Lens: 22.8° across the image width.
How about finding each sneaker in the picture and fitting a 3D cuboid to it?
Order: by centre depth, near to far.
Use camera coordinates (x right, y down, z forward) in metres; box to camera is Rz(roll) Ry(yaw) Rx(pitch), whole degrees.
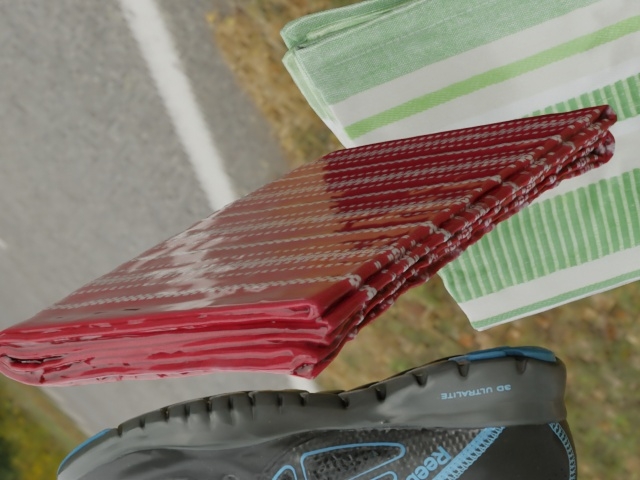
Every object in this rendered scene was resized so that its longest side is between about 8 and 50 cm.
[{"bbox_3d":[-0.006,0.158,1.009,0.341,0.139,0.125,-10,176,14],"label":"sneaker"}]

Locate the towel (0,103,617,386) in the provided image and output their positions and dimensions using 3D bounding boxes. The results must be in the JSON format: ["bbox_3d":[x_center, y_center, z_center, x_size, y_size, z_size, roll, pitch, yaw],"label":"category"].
[{"bbox_3d":[0.000,0.000,0.748,0.199,0.275,0.031,-6,107,39],"label":"towel"}]

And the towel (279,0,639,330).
[{"bbox_3d":[0.150,-0.068,1.040,0.248,0.038,0.325,-19,137,19],"label":"towel"}]
